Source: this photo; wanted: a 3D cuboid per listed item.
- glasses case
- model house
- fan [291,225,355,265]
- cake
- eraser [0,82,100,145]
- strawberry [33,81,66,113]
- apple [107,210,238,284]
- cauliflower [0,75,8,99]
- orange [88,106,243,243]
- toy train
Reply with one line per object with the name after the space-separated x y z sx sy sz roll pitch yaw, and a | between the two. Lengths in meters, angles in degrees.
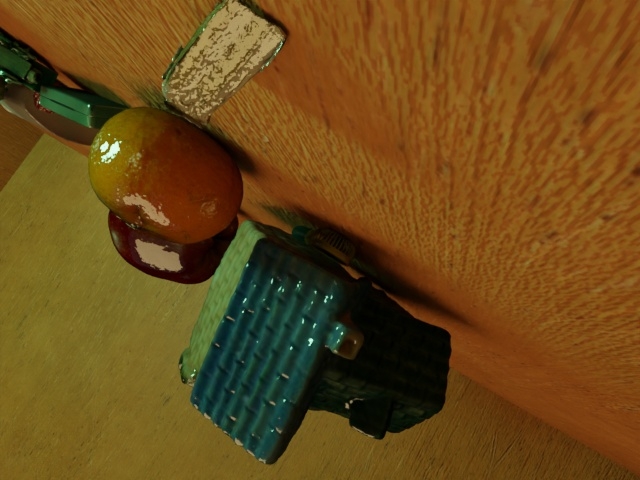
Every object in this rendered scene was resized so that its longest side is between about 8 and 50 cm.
-0.413 -0.234 0.807 0.184 0.039 0.078 25 -159 32 | glasses case
-0.004 0.231 0.897 0.445 0.395 0.400 24 -179 -24 | model house
0.000 0.000 0.838 0.082 0.039 0.155 37 170 -40 | fan
-0.070 -0.140 0.336 0.052 0.065 0.121 35 147 -26 | cake
-0.680 -0.322 1.132 0.270 0.095 0.174 26 176 38 | eraser
-0.548 -0.295 0.950 0.083 0.073 0.073 18 172 -5 | strawberry
-0.389 -0.031 1.225 0.317 0.288 0.288 19 168 18 | apple
-0.827 -0.349 0.933 0.281 0.260 0.327 28 137 -1 | cauliflower
-0.224 -0.087 0.676 0.224 0.170 0.224 30 173 4 | orange
-0.568 -0.331 0.811 0.178 0.071 0.104 31 -178 -10 | toy train
